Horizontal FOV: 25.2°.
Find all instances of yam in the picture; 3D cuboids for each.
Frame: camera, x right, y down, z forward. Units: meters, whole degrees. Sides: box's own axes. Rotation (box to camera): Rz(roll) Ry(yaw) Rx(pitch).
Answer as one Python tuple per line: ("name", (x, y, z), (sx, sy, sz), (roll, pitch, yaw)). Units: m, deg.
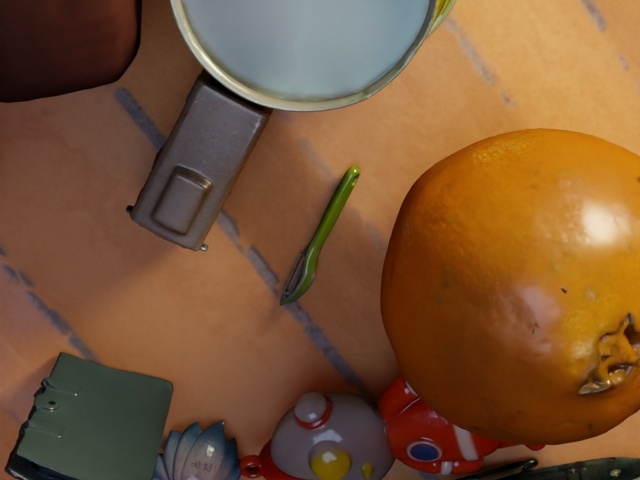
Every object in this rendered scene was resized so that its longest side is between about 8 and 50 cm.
("yam", (0.193, 0.262, 1.600), (0.107, 0.014, 0.014), (-14, 113, -7))

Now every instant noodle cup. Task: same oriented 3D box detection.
("instant noodle cup", (-0.012, -0.257, 1.291), (0.311, 0.221, 0.311), (2, 113, 4))

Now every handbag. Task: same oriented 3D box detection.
("handbag", (-0.241, 0.203, 1.507), (0.144, 0.221, 0.057), (23, 115, -7))

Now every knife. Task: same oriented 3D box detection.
("knife", (0.000, 0.000, 1.511), (0.026, 0.022, 0.184), (34, 115, 17))

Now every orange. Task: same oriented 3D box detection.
("orange", (0.207, 0.043, 1.362), (0.312, 0.312, 0.312), (2, 114, 4))

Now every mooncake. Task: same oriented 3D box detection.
("mooncake", (-0.256, -0.285, 1.282), (0.174, 0.334, 0.326), (-13, 77, -5))

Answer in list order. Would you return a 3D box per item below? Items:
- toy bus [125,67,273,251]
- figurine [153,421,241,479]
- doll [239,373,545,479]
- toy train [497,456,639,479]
("toy bus", (-0.119, -0.081, 1.439), (0.091, 0.103, 0.182), (27, 113, -7))
("figurine", (-0.134, 0.251, 1.609), (0.114, 0.079, 0.114), (0, 77, -1))
("doll", (0.073, 0.212, 1.547), (0.336, 0.105, 0.200), (-12, 136, 8))
("toy train", (0.178, 0.321, 1.599), (0.406, 0.086, 0.088), (-12, 107, 9))
